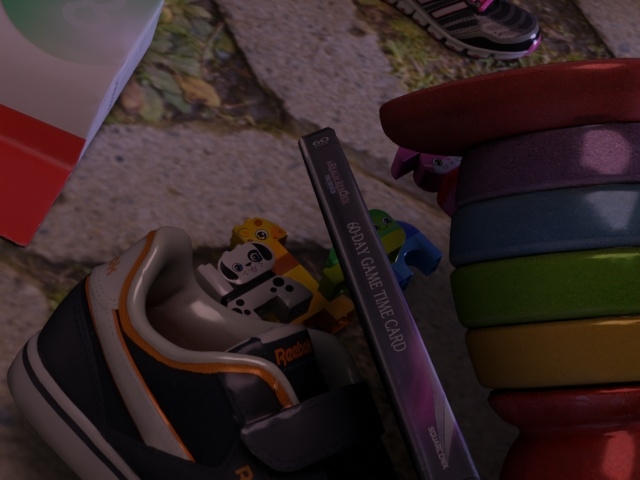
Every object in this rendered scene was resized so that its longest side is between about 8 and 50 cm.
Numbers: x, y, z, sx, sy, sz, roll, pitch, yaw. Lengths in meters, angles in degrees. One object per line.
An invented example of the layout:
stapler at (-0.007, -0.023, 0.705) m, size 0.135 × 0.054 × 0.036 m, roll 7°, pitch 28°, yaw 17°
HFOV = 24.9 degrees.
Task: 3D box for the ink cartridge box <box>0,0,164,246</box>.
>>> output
ink cartridge box at (-0.226, -0.119, 0.954) m, size 0.181 × 0.056 × 0.224 m, roll 23°, pitch 44°, yaw -1°

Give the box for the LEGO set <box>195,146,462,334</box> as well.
LEGO set at (0.000, 0.000, 0.916) m, size 0.227 × 0.087 × 0.093 m, roll -30°, pitch 65°, yaw -33°

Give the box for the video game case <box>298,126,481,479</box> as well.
video game case at (0.050, 0.091, 0.737) m, size 0.026 × 0.196 × 0.274 m, roll -19°, pitch 38°, yaw 1°

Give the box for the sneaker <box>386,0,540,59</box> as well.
sneaker at (0.104, -0.207, 1.147) m, size 0.170 × 0.074 × 0.063 m, roll 33°, pitch 46°, yaw 9°

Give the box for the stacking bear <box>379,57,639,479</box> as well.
stacking bear at (0.150, 0.052, 0.837) m, size 0.175 × 0.164 × 0.289 m, roll -2°, pitch 85°, yaw -32°

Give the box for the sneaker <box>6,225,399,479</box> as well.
sneaker at (-0.017, 0.126, 0.736) m, size 0.321 × 0.127 × 0.126 m, roll 43°, pitch 15°, yaw 13°
